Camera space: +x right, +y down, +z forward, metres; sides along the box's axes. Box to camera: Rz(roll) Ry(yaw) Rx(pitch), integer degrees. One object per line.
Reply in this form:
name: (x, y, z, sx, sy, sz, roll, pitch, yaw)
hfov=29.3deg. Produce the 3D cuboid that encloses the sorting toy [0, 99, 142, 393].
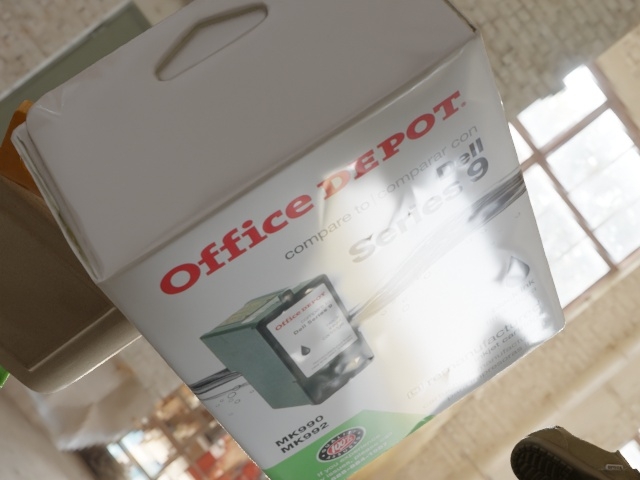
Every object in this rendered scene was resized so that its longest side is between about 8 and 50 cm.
sorting toy: (-0.205, 0.010, 0.800, 0.196, 0.047, 0.348, 39, -41, -17)

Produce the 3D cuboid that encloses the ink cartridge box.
ink cartridge box: (0.000, 0.000, 0.674, 0.121, 0.211, 0.289, 54, -3, 36)

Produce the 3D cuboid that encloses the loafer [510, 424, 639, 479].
loafer: (0.203, 0.174, 0.846, 0.148, 0.050, 0.056, 36, -49, 7)
